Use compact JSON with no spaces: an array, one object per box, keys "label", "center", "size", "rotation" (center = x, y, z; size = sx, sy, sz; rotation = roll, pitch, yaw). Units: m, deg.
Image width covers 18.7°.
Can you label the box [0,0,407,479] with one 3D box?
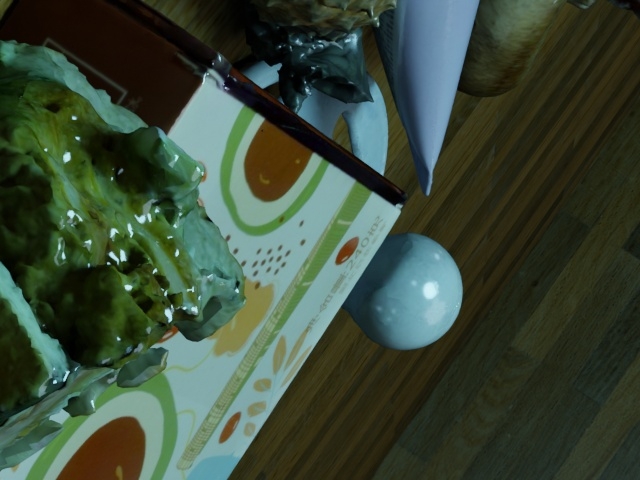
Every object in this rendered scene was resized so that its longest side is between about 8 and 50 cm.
[{"label":"box","center":[-0.142,0.072,1.115],"size":[0.385,0.122,0.344],"rotation":[-56,158,2]}]

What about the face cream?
[{"label":"face cream","center":[0.065,-0.171,1.301],"size":[0.096,0.154,0.274],"rotation":[-9,142,-11]}]

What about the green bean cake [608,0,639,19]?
[{"label":"green bean cake","center":[0.280,-0.299,1.656],"size":[0.097,0.232,0.198],"rotation":[-1,129,-51]}]

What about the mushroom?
[{"label":"mushroom","center":[0.165,-0.242,1.550],"size":[0.278,0.146,0.278],"rotation":[-159,-90,-86]}]

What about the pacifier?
[{"label":"pacifier","center":[0.000,0.000,1.376],"size":[0.287,0.226,0.238],"rotation":[-50,150,-32]}]

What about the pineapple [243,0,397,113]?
[{"label":"pineapple","center":[-0.004,-0.153,1.205],"size":[0.237,0.111,0.119],"rotation":[113,-11,-78]}]

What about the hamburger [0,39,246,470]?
[{"label":"hamburger","center":[-0.181,0.026,0.856],"size":[0.288,0.192,0.168],"rotation":[-33,167,13]}]
